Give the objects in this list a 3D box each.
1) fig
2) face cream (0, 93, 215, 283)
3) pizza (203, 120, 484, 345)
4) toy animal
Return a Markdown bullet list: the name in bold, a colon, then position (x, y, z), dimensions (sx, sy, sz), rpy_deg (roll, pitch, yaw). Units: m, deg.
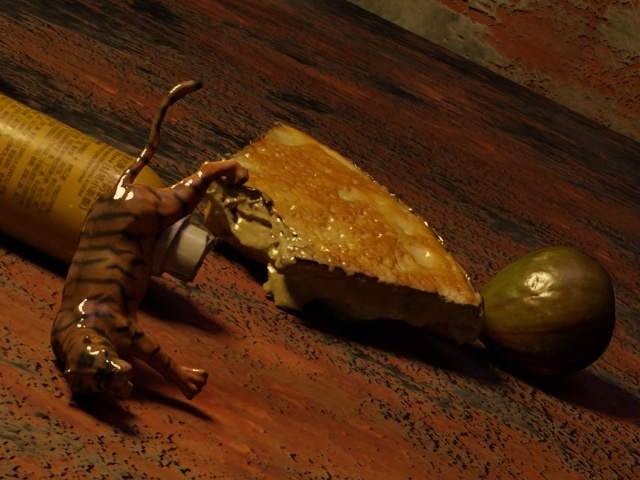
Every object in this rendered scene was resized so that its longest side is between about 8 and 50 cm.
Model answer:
- **fig**: position (0.160, 0.062, 1.799), dimensions (0.236, 0.124, 0.124), rpy_deg (5, 16, 1)
- **face cream**: position (-0.250, -0.058, 1.558), dimensions (0.348, 0.105, 0.105), rpy_deg (25, 16, 4)
- **pizza**: position (0.000, 0.000, 1.759), dimensions (0.223, 0.089, 0.323), rpy_deg (-6, 38, -43)
- **toy animal**: position (-0.139, -0.002, 1.393), dimensions (0.114, 0.255, 0.116), rpy_deg (-1, -20, 33)
